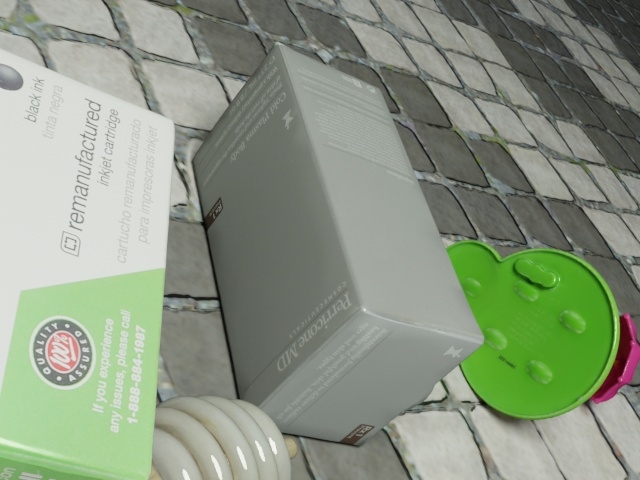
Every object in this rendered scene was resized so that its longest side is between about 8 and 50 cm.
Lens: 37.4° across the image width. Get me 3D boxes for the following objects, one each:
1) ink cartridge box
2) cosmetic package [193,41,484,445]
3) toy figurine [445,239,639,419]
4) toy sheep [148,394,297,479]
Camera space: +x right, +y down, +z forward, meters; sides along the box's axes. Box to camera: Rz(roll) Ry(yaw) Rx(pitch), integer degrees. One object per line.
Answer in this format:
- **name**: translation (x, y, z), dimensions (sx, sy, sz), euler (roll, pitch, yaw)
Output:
- **ink cartridge box**: translation (-0.208, 0.002, 0.380), dimensions (0.273, 0.115, 0.198), euler (21, 45, -27)
- **cosmetic package**: translation (0.000, 0.000, 0.621), dimensions (0.107, 0.127, 0.238), euler (19, 37, -32)
- **toy figurine**: translation (0.190, 0.077, 0.777), dimensions (0.173, 0.130, 0.159), euler (36, 8, 39)
- **toy sheep**: translation (-0.059, 0.116, 0.455), dimensions (0.132, 0.091, 0.091), euler (-14, 62, -53)
